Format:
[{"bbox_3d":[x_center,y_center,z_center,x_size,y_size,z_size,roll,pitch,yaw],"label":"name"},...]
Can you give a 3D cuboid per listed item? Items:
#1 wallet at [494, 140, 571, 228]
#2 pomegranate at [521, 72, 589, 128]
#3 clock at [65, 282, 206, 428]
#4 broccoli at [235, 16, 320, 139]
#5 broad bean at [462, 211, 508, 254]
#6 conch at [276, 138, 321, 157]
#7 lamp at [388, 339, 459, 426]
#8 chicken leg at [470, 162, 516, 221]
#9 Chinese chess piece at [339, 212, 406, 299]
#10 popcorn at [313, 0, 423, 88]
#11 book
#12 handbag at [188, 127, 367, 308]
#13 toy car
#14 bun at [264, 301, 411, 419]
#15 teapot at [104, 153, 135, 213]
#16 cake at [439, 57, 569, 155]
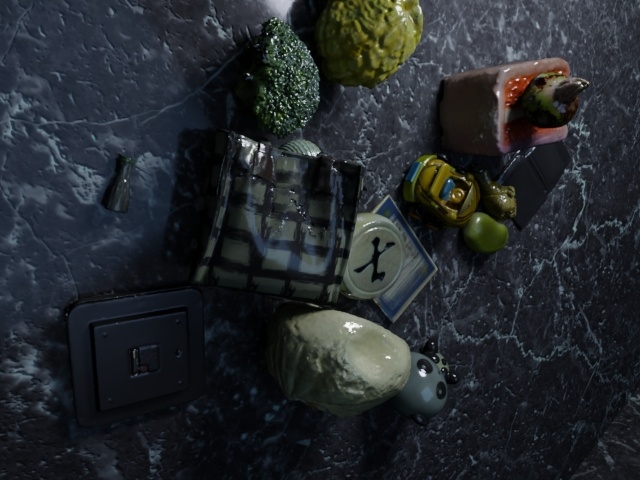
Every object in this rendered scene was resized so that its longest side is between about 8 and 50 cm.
[{"bbox_3d":[0.720,-0.230,1.610,0.247,0.041,0.323,42,81,-32],"label":"wallet"},{"bbox_3d":[0.574,-0.345,1.151,0.125,0.163,0.138,-14,87,-41],"label":"pomegranate"},{"bbox_3d":[-0.376,0.242,1.008,0.273,0.049,0.279,-7,106,-32],"label":"clock"},{"bbox_3d":[-0.090,-0.335,0.980,0.176,0.226,0.198,-43,170,15],"label":"broccoli"},{"bbox_3d":[0.521,-0.019,1.515,0.174,0.082,0.124,14,93,-24],"label":"broad bean"},{"bbox_3d":[-0.061,-0.157,1.084,0.153,0.102,0.135,-15,97,2],"label":"conch"},{"bbox_3d":[0.297,0.415,1.412,0.244,0.197,0.198,-24,114,-44],"label":"lamp"},{"bbox_3d":[0.542,-0.149,1.479,0.088,0.103,0.228,-36,115,-5],"label":"chicken leg"},{"bbox_3d":[0.115,0.045,1.234,0.237,0.092,0.238,-9,108,-31],"label":"Chinese chess piece"},{"bbox_3d":[0.113,-0.481,1.048,0.173,0.225,0.286,8,96,-66],"label":"popcorn"},{"bbox_3d":[0.197,0.059,1.354,0.228,0.018,0.322,-46,122,-14],"label":"book"},{"bbox_3d":[-0.085,-0.039,1.002,0.325,0.162,0.327,11,104,-15],"label":"handbag"},{"bbox_3d":[0.356,-0.131,1.336,0.248,0.142,0.200,26,88,-33],"label":"toy car"},{"bbox_3d":[0.030,0.290,1.127,0.349,0.352,0.227,20,77,3],"label":"bun"},{"bbox_3d":[-0.386,-0.110,0.924,0.042,0.043,0.111,12,93,-34],"label":"teapot"},{"bbox_3d":[0.509,-0.367,1.328,0.308,0.230,0.237,-18,109,-28],"label":"cake"}]
